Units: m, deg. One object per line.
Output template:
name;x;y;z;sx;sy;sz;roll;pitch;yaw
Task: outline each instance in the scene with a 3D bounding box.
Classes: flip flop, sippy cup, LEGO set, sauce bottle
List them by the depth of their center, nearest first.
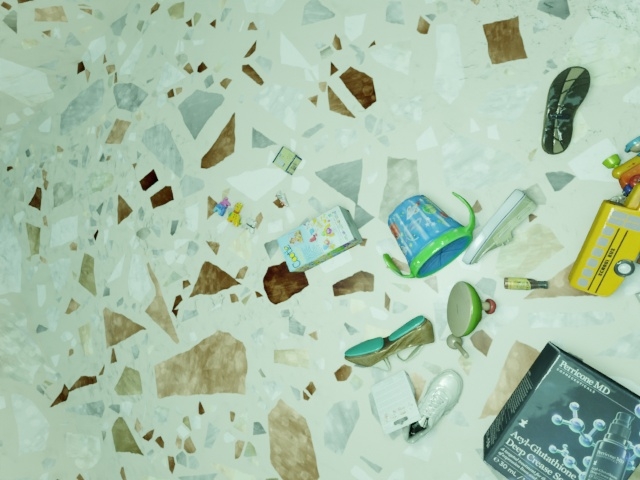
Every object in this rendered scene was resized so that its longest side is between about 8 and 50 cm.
flip flop;0.786;-0.419;1.307;0.112;0.080;0.277;10;104;17
sauce bottle;0.672;0.142;1.316;0.128;0.042;0.042;-1;85;23
sippy cup;0.354;-0.027;1.370;0.305;0.240;0.224;-29;64;-8
LEGO set;-0.368;-0.127;1.719;0.227;0.087;0.093;33;98;19

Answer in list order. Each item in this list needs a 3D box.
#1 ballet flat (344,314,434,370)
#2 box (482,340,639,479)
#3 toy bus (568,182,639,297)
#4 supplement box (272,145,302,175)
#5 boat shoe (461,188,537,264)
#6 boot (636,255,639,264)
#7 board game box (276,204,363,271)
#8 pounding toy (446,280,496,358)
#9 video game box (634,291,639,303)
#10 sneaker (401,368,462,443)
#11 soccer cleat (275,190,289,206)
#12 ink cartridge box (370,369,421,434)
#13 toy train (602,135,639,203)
ballet flat;0.254;0.390;1.436;0.342;0.116;0.124;-29;95;13
box;0.715;0.554;1.174;0.293;0.212;0.395;32;97;21
toy bus;0.859;-0.004;1.168;0.130;0.108;0.333;20;113;23
supplement box;-0.137;-0.330;1.662;0.083;0.056;0.083;38;99;20
boat shoe;0.592;-0.031;1.329;0.094;0.109;0.302;39;97;18
boot;1.052;0.045;1.163;0.197;0.073;0.152;31;96;33
board game box;0.000;0.000;1.535;0.275;0.142;0.144;-27;77;17
pounding toy;0.502;0.257;1.324;0.110;0.183;0.237;7;88;-4
video game box;1.064;0.215;1.155;0.187;0.048;0.205;-25;77;16
sneaker;0.377;0.569;1.356;0.110;0.118;0.292;36;97;22
soccer cleat;-0.154;-0.173;1.672;0.083;0.029;0.035;47;106;23
ink cartridge box;0.265;0.562;1.391;0.145;0.045;0.179;-33;42;16
toy train;0.917;-0.201;1.224;0.248;0.105;0.143;-34;64;15
